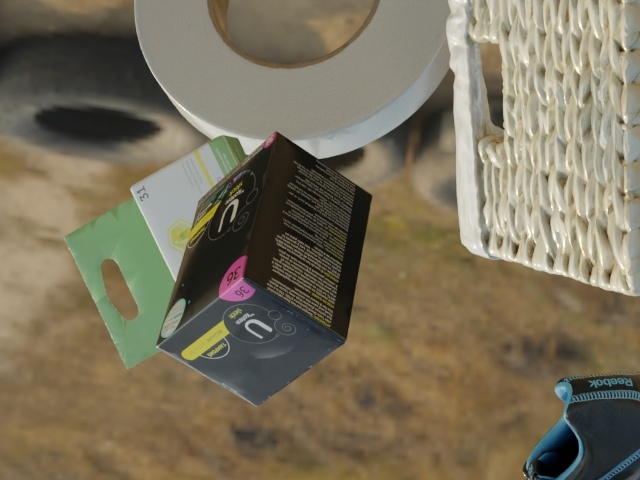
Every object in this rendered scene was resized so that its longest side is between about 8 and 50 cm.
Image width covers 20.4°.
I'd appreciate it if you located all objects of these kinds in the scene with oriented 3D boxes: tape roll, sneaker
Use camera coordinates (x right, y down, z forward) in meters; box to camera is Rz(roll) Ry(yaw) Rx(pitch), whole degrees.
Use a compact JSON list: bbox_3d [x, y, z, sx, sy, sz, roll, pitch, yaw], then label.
[{"bbox_3d":[-0.023,-0.283,2.061,0.392,0.392,0.072,3,162,14],"label":"tape roll"},{"bbox_3d":[0.261,0.264,1.828,0.140,0.340,0.125,5,-148,-17],"label":"sneaker"}]

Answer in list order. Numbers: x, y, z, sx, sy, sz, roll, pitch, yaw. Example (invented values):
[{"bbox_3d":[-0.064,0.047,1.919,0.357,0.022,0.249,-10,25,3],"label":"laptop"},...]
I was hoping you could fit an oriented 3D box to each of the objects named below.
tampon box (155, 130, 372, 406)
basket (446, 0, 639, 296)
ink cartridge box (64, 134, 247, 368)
[{"bbox_3d":[-0.042,0.023,1.391,0.101,0.161,0.120,33,133,-21],"label":"tampon box"},{"bbox_3d":[0.314,-0.143,1.576,0.331,0.328,0.266,-9,-166,-24],"label":"basket"},{"bbox_3d":[-0.156,0.016,1.890,0.235,0.171,0.056,-28,173,16],"label":"ink cartridge box"}]
